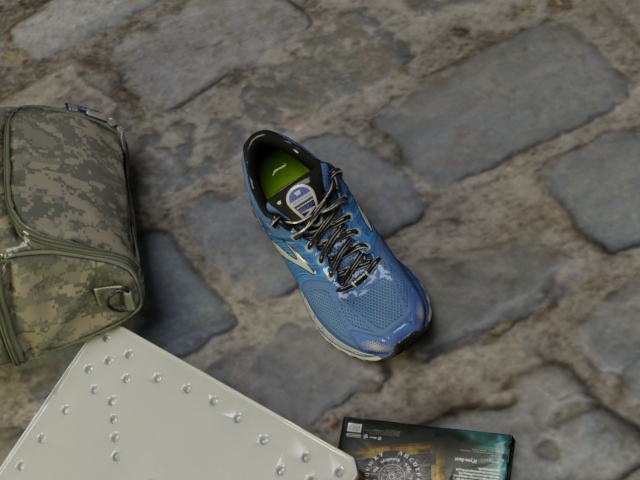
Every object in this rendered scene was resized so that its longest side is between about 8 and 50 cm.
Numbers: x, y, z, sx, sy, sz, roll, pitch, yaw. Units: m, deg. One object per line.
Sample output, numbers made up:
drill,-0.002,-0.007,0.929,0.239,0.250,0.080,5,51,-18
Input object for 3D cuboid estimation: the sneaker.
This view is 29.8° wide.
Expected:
sneaker,0.000,0.000,1.356,0.130,0.147,0.330,-38,59,-3

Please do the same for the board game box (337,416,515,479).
board game box,0.103,0.256,1.259,0.186,0.026,0.126,4,66,21

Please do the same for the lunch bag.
lunch bag,-0.345,-0.017,1.431,0.256,0.212,0.305,-8,45,-9

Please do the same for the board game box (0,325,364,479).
board game box,-0.200,0.327,1.297,0.390,0.050,0.390,24,75,32
